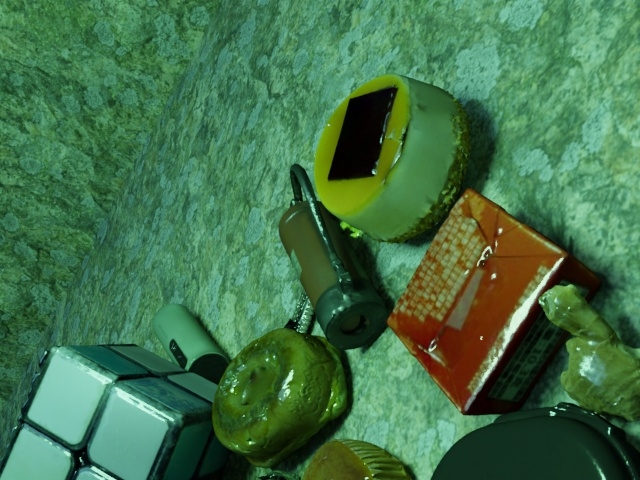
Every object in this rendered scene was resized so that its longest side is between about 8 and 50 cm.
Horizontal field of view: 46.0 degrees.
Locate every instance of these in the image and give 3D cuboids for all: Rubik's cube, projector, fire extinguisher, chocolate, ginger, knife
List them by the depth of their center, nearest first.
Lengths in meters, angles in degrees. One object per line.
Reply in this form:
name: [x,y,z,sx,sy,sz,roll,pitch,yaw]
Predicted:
ginger: [0.299,0.130,0.845,0.165,0.067,0.096,55,128,24]
chocolate: [0.223,0.084,1.001,0.237,0.108,0.235,-60,29,10]
fire extinguisher: [0.010,0.001,1.344,0.376,0.113,0.200,-118,36,-47]
Rubik's cube: [-0.373,0.397,1.456,0.313,0.318,0.316,22,91,19]
knife: [-0.031,0.112,1.471,0.089,0.043,0.365,13,80,52]
projector: [-0.308,0.250,1.776,0.108,0.108,0.337,-66,29,4]

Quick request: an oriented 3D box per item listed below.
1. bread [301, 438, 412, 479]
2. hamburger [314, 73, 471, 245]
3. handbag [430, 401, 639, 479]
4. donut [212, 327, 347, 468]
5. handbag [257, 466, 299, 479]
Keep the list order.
bread: [0.044,0.385,1.092,0.199,0.104,0.199,-37,43,45]
hamburger: [0.123,-0.132,1.246,0.294,0.179,0.276,-5,69,55]
handbag: [0.237,0.314,0.831,0.308,0.093,0.253,-29,45,49]
donut: [-0.078,0.266,1.324,0.261,0.128,0.208,-44,40,21]
handbag: [-0.098,0.491,1.171,0.316,0.109,0.253,80,-150,-81]
